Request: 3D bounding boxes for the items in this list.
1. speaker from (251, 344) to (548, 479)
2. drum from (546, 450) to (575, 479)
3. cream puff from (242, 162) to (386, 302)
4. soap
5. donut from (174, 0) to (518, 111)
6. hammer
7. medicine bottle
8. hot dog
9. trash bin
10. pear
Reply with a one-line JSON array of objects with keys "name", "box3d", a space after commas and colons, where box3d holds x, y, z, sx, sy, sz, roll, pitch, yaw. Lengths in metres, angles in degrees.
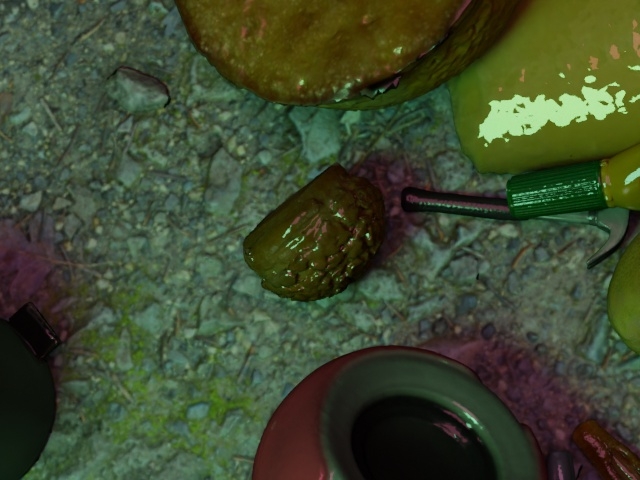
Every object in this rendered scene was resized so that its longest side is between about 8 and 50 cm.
[{"name": "speaker", "box3d": [0.071, 0.242, 1.543, 0.294, 0.294, 0.294, -2, 76, 8]}, {"name": "drum", "box3d": [0.266, 0.346, 1.602, 0.130, 0.049, 0.253, 12, 79, 11]}, {"name": "cream puff", "box3d": [0.000, 0.000, 1.681, 0.165, 0.150, 0.115, -37, 91, 36]}, {"name": "soap", "box3d": [0.334, -0.238, 1.691, 0.427, 0.115, 0.306, -11, 78, 22]}, {"name": "donut", "box3d": [0.026, -0.314, 1.702, 0.435, 0.163, 0.378, 19, 89, 30]}, {"name": "hammer", "box3d": [0.207, -0.027, 1.714, 0.246, 0.029, 0.103, 4, 76, 11]}, {"name": "medicine bottle", "box3d": [0.322, -0.063, 1.643, 0.260, 0.095, 0.064, -8, 45, 18]}, {"name": "hot dog", "box3d": [0.313, 0.239, 1.633, 0.044, 0.028, 0.137, -36, 73, -9]}, {"name": "trash bin", "box3d": [-0.415, 0.154, 1.638, 0.277, 0.262, 0.217, -42, 74, -4]}, {"name": "pear", "box3d": [0.379, 0.050, 1.605, 0.178, 0.178, 0.178, -2, 76, 8]}]
